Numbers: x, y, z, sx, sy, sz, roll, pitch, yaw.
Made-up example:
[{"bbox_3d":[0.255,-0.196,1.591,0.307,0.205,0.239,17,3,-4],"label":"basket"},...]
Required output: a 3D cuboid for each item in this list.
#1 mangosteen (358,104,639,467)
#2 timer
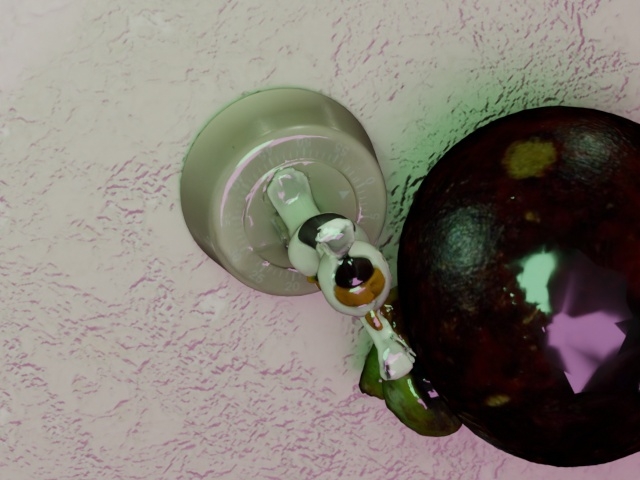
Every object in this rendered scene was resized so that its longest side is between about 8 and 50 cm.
[{"bbox_3d":[0.179,0.040,1.660,0.306,0.359,0.306,8,79,-49],"label":"mangosteen"},{"bbox_3d":[0.000,0.000,1.574,0.175,0.266,0.175,-7,115,-15],"label":"timer"}]
